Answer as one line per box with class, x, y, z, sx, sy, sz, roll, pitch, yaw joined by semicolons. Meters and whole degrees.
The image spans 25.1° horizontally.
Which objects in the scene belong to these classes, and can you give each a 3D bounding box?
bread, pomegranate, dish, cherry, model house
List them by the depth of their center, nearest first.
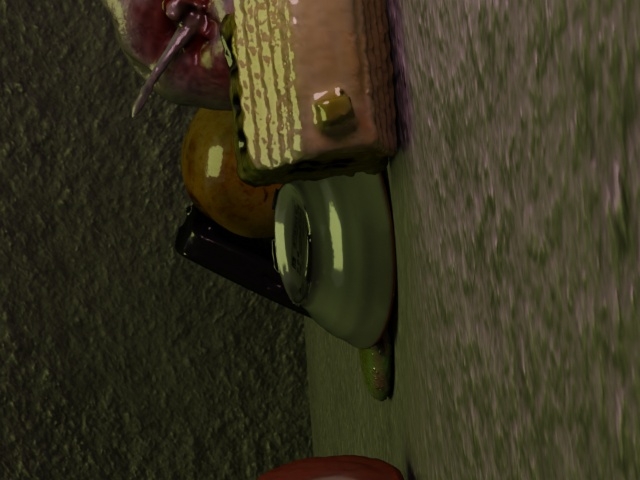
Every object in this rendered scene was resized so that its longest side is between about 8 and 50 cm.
model house;0.003;-0.163;1.421;0.234;0.175;0.193;158;108;-76
dish;0.000;0.000;1.650;0.260;0.085;0.260;174;90;-71
bread;0.058;0.084;1.750;0.228;0.034;0.228;175;90;-87
cherry;-0.139;-0.322;1.949;0.335;0.326;0.291;-118;44;-66
pomegranate;-0.084;-0.130;2.132;0.260;0.260;0.260;175;90;-87

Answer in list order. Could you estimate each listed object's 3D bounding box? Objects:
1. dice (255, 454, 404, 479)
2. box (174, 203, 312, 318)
dice;0.015;0.345;1.562;0.174;0.175;0.179;-81;-18;-74
box;-0.090;0.035;2.268;0.073;0.289;0.290;-63;7;7
